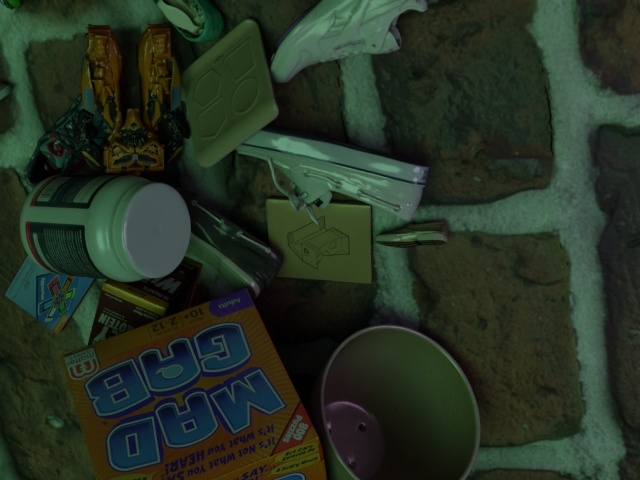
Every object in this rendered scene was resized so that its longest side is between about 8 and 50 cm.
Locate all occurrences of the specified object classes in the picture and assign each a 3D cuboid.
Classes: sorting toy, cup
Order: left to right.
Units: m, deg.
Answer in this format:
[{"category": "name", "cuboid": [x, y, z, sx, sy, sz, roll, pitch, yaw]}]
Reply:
[{"category": "sorting toy", "cuboid": [-0.156, -0.254, 1.773, 0.193, 0.038, 0.208, -33, 57, 30]}, {"category": "cup", "cuboid": [0.097, 0.351, 1.916, 0.331, 0.331, 0.237, 41, 144, -5]}]

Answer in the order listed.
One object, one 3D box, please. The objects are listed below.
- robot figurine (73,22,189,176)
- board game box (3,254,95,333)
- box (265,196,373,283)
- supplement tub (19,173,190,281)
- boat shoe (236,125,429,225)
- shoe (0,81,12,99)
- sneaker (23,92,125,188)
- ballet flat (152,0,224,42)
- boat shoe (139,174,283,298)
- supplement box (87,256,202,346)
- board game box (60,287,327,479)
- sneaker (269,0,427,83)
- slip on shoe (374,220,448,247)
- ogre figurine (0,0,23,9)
[{"category": "robot figurine", "cuboid": [-0.340, -0.241, 1.826, 0.211, 0.085, 0.291, -4, 118, -13]}, {"category": "board game box", "cuboid": [-0.533, 0.056, 2.095, 0.145, 0.027, 0.281, 38, 119, -1]}, {"category": "box", "cuboid": [0.000, 0.000, 1.917, 0.201, 0.021, 0.164, 4, 115, 14]}, {"category": "supplement tub", "cuboid": [-0.390, -0.024, 1.842, 0.272, 0.191, 0.191, 4, 117, 36]}, {"category": "boat shoe", "cuboid": [-0.003, -0.103, 1.801, 0.367, 0.136, 0.156, 14, 100, 2]}, {"category": "shoe", "cuboid": [-0.679, -0.286, 1.956, 0.178, 0.063, 0.081, -16, 114, 27]}, {"category": "sneaker", "cuboid": [-0.463, -0.183, 1.907, 0.104, 0.125, 0.262, 41, 119, -5]}, {"category": "ballet flat", "cuboid": [-0.268, -0.437, 1.753, 0.247, 0.087, 0.083, 45, 118, -6]}, {"category": "boat shoe", "cuboid": [-0.218, -0.024, 1.935, 0.335, 0.095, 0.112, 40, 154, 6]}, {"category": "supplement box", "cuboid": [-0.343, 0.138, 1.982, 0.129, 0.194, 0.191, 23, 119, 5]}, {"category": "board game box", "cuboid": [-0.213, 0.375, 1.833, 0.356, 0.356, 0.356, -20, 138, -11]}, {"category": "sneaker", "cuboid": [0.041, -0.341, 1.691, 0.305, 0.114, 0.152, -37, 99, 27]}, {"category": "slip on shoe", "cuboid": [0.165, -0.013, 1.853, 0.135, 0.051, 0.041, -4, 73, 26]}, {"category": "ogre figurine", "cuboid": [-0.524, -0.507, 1.797, 0.197, 0.096, 0.118, -25, 124, 40]}]
